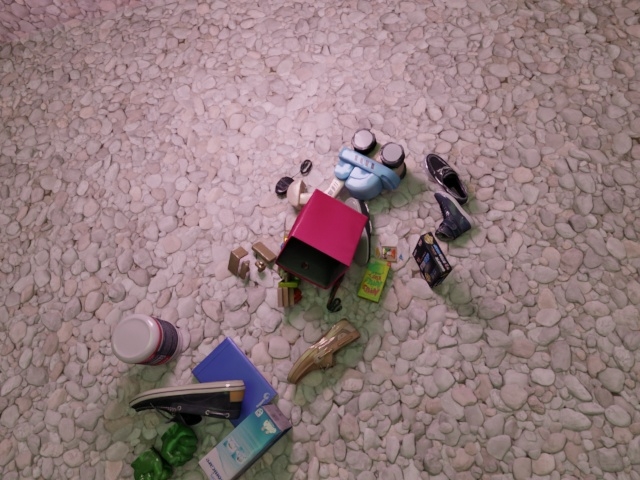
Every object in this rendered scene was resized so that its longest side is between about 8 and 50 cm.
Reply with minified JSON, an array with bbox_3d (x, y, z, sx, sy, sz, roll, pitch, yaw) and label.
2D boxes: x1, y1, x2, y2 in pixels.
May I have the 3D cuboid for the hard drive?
[{"bbox_3d":[-0.356,0.586,1.710,0.210,0.040,0.319,-44,71,-9],"label":"hard drive"}]

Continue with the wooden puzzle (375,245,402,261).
[{"bbox_3d":[0.301,0.059,1.826,0.117,0.014,0.078,-4,70,6],"label":"wooden puzzle"}]

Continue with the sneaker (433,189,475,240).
[{"bbox_3d":[0.539,-0.104,1.814,0.163,0.086,0.226,-36,71,-9],"label":"sneaker"}]

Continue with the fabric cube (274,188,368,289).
[{"bbox_3d":[0.000,0.000,1.689,0.254,0.259,0.258,28,55,-7],"label":"fabric cube"}]

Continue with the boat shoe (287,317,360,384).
[{"bbox_3d":[0.013,0.463,1.663,0.341,0.121,0.110,-42,70,-9],"label":"boat shoe"}]

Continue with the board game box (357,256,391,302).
[{"bbox_3d":[0.232,0.170,1.779,0.092,0.043,0.181,18,74,13],"label":"board game box"}]

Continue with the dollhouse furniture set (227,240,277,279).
[{"bbox_3d":[-0.312,0.101,1.884,0.144,0.123,0.151,39,45,18],"label":"dollhouse furniture set"}]

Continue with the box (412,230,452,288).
[{"bbox_3d":[0.450,0.084,1.687,0.051,0.220,0.175,-22,70,-6],"label":"box"}]

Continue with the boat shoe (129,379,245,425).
[{"bbox_3d":[-0.529,0.643,1.620,0.501,0.187,0.155,-9,75,13],"label":"boat shoe"}]

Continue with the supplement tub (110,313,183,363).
[{"bbox_3d":[-0.698,0.411,1.693,0.191,0.272,0.191,-2,70,7],"label":"supplement tub"}]

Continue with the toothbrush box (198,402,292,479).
[{"bbox_3d":[-0.269,0.759,1.545,0.295,0.216,0.126,-43,70,-7],"label":"toothbrush box"}]

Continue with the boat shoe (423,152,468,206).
[{"bbox_3d":[0.566,-0.289,1.867,0.108,0.102,0.301,-24,70,-2],"label":"boat shoe"}]

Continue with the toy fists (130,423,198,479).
[{"bbox_3d":[-0.607,0.851,1.621,0.279,0.096,0.142,-42,72,-9],"label":"toy fists"}]

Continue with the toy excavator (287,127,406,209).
[{"bbox_3d":[0.119,-0.275,1.881,0.433,0.222,0.445,30,85,18],"label":"toy excavator"}]

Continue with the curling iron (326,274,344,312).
[{"bbox_3d":[0.089,0.185,1.798,0.068,0.035,0.273,15,74,8],"label":"curling iron"}]

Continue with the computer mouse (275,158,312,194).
[{"bbox_3d":[-0.128,-0.304,2.004,0.071,0.041,0.242,40,73,20],"label":"computer mouse"}]

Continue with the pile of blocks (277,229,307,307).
[{"bbox_3d":[-0.114,0.114,1.789,0.113,0.149,0.361,-1,70,7],"label":"pile of blocks"}]

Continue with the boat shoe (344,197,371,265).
[{"bbox_3d":[0.184,-0.042,1.828,0.114,0.091,0.302,-9,86,47],"label":"boat shoe"}]
